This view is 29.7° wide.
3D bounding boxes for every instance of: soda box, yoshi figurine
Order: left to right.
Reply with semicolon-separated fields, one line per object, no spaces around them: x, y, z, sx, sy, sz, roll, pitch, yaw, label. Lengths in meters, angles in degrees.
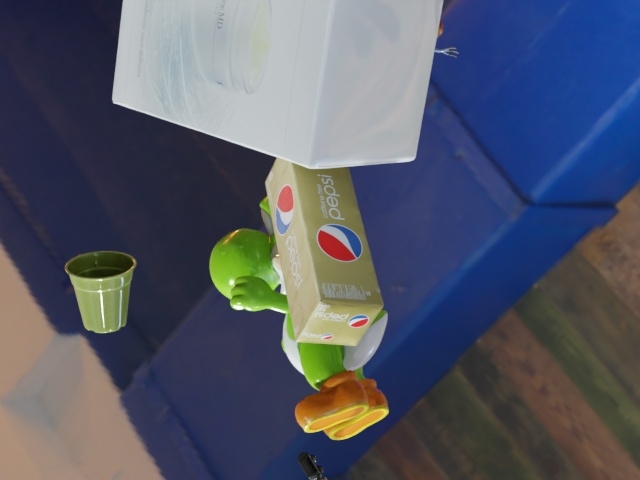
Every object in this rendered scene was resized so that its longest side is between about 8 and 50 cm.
-0.049;0.112;1.746;0.203;0.203;0.362;-6;-116;-32;yoshi figurine
0.000;0.000;1.034;0.058;0.061;0.181;7;-132;-22;soda box

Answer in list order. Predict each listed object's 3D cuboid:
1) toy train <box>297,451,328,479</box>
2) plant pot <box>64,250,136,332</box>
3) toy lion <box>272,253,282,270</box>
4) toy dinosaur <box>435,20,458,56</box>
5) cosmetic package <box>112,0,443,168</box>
0.013;0.372;1.759;0.158;0.027;0.036;53;-176;30;toy train
-0.257;0.064;1.431;0.083;0.079;0.083;0;-157;0;plant pot
-0.014;0.021;1.558;0.100;0.096;0.034;40;-125;-2;toy lion
0.108;-0.218;1.369;0.090;0.082;0.047;25;-148;11;toy dinosaur
-0.031;-0.192;0.935;0.224;0.224;0.138;20;-162;36;cosmetic package
